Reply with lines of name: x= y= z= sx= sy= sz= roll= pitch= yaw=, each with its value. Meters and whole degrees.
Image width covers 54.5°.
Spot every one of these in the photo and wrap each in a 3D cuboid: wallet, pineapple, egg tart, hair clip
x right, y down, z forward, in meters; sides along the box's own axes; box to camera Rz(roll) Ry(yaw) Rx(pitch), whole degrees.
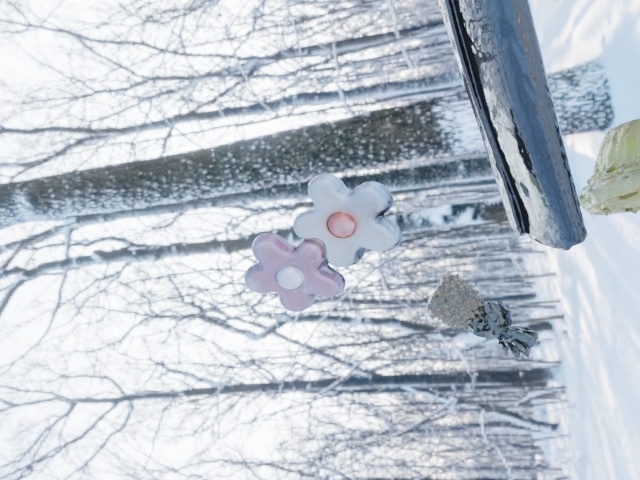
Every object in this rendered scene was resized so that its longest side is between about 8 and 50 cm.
wallet: x=0.184 y=-0.150 z=0.638 sx=0.170 sy=0.044 sz=0.321 roll=-134 pitch=26 yaw=-80
pineapple: x=0.233 y=0.112 z=0.890 sx=0.074 sy=0.159 sz=0.074 roll=-57 pitch=-11 yaw=-17
egg tart: x=0.656 y=-0.156 z=1.142 sx=0.388 sy=0.388 sz=0.169 roll=4 pitch=-108 yaw=-74
hair clip: x=-0.001 y=0.005 z=0.843 sx=0.146 sy=0.257 sz=0.075 roll=36 pitch=-154 yaw=-20
